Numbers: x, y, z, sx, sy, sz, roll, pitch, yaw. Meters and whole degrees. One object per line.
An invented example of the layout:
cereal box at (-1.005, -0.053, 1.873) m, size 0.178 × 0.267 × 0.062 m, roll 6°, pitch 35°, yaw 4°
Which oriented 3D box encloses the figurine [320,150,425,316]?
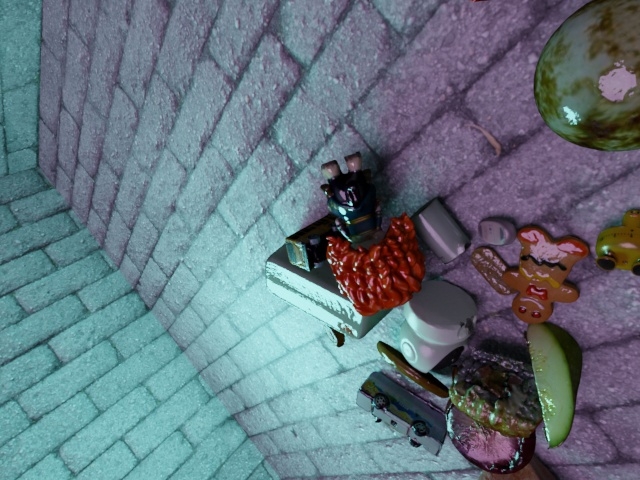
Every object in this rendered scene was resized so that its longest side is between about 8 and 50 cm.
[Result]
figurine at (0.109, -0.026, 1.039) m, size 0.306 × 0.241 × 0.412 m, roll 103°, pitch 147°, yaw -65°

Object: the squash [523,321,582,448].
squash at (0.528, 0.315, 0.928) m, size 0.169 × 0.252 × 0.093 m, roll 51°, pitch 135°, yaw 2°

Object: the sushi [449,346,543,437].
sushi at (0.449, 0.387, 1.064) m, size 0.274 × 0.184 × 0.139 m, roll 14°, pitch 154°, yaw 39°

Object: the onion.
onion at (0.479, 0.527, 1.155) m, size 0.248 × 0.248 × 0.161 m, roll 12°, pitch 156°, yaw 35°

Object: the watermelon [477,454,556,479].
watermelon at (0.558, 0.751, 1.187) m, size 0.283 × 0.250 × 0.293 m, roll -22°, pitch 103°, yaw 41°

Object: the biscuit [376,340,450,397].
biscuit at (0.275, 0.389, 1.228) m, size 0.262 × 0.037 × 0.262 m, roll 35°, pitch 178°, yaw 1°

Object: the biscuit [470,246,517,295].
biscuit at (0.438, 0.077, 1.024) m, size 0.147 × 0.018 × 0.071 m, roll 51°, pitch 137°, yaw 4°

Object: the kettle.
kettle at (0.292, -0.016, 1.036) m, size 0.148 × 0.098 × 0.127 m, roll 49°, pitch 131°, yaw 0°

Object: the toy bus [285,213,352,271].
toy bus at (0.000, 0.000, 1.225) m, size 0.114 × 0.201 × 0.098 m, roll 16°, pitch 126°, yaw 43°

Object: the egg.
egg at (0.486, -0.256, 0.621) m, size 0.289 × 0.238 × 0.238 m, roll 3°, pitch 121°, yaw 12°

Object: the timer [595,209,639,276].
timer at (0.605, 0.006, 0.801) m, size 0.107 × 0.109 × 0.107 m, roll 24°, pitch 158°, yaw 10°

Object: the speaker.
speaker at (0.022, 0.139, 1.299) m, size 0.406 × 0.184 × 0.183 m, roll 24°, pitch 129°, yaw 28°

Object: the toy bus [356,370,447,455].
toy bus at (0.283, 0.587, 1.399) m, size 0.317 × 0.138 × 0.112 m, roll 27°, pitch 136°, yaw 24°

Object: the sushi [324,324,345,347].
sushi at (0.055, 0.330, 1.489) m, size 0.120 × 0.055 × 0.052 m, roll 57°, pitch 149°, yaw 11°

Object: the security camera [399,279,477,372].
security camera at (0.310, 0.253, 1.124) m, size 0.194 × 0.194 × 0.236 m, roll 26°, pitch 131°, yaw 26°

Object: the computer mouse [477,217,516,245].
computer mouse at (0.418, -0.023, 0.959) m, size 0.096 × 0.039 × 0.066 m, roll 19°, pitch 123°, yaw 65°

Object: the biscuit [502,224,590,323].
biscuit at (0.511, 0.094, 0.945) m, size 0.165 × 0.036 × 0.250 m, roll 19°, pitch 124°, yaw 27°
